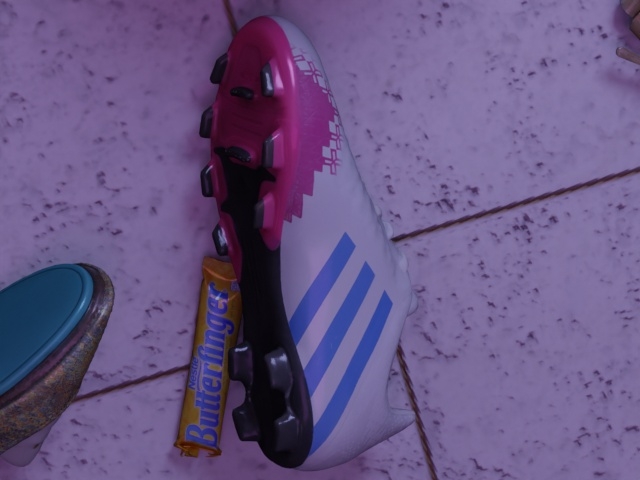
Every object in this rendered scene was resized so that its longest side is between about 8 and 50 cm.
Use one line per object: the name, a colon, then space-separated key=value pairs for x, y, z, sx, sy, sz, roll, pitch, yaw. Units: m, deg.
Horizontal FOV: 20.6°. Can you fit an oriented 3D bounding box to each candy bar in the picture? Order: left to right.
candy bar: x=-0.081 y=0.090 z=1.328 sx=0.040 sy=0.018 sz=0.161 roll=9 pitch=105 yaw=-7

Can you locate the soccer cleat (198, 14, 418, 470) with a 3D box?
soccer cleat: x=0.000 y=0.000 z=1.273 sx=0.143 sy=0.116 sz=0.331 roll=-10 pitch=102 yaw=-32

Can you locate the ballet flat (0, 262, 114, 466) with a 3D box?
ballet flat: x=-0.274 y=0.145 z=1.288 sx=0.349 sy=0.123 sz=0.123 roll=-35 pitch=106 yaw=5

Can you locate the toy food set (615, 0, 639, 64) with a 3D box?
toy food set: x=0.259 y=-0.182 z=1.277 sx=0.078 sy=0.019 sz=0.122 roll=20 pitch=96 yaw=-11
